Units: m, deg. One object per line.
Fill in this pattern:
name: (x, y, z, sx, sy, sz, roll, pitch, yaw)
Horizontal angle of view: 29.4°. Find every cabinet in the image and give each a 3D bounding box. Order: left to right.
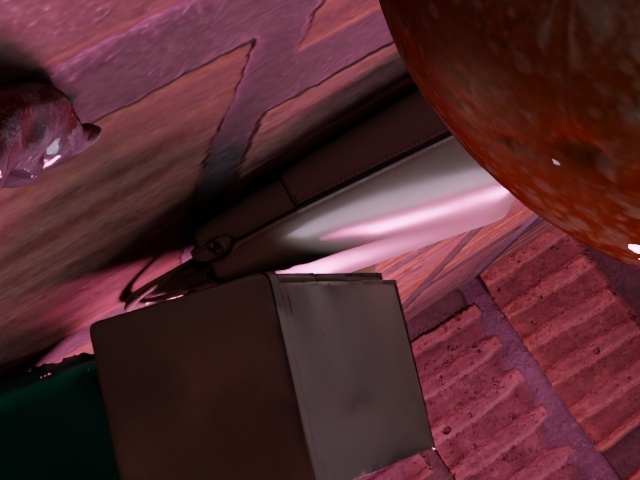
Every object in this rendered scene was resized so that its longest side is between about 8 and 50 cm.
cabinet: (-0.034, 0.106, 0.875, 0.145, 0.150, 0.206, -17, 172, 25)

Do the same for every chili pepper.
chili pepper: (-0.126, -0.041, 0.489, 0.050, 0.041, 0.153, -16, -170, 11)

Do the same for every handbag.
handbag: (0.000, 0.000, 0.940, 0.315, 0.109, 0.241, -31, 169, -1)

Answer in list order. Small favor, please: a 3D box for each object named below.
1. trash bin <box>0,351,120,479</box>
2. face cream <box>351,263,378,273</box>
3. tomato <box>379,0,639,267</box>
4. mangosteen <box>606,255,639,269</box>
trash bin: (-0.270, 0.278, 0.958, 0.381, 0.295, 0.259, -51, 164, 25)
face cream: (0.024, 0.023, 1.275, 0.114, 0.070, 0.224, -35, 179, 4)
tomato: (0.130, -0.130, 0.387, 0.270, 0.222, 0.270, -54, 166, -21)
mangosteen: (0.345, -0.093, 1.091, 0.297, 0.293, 0.297, -3, 137, -2)
